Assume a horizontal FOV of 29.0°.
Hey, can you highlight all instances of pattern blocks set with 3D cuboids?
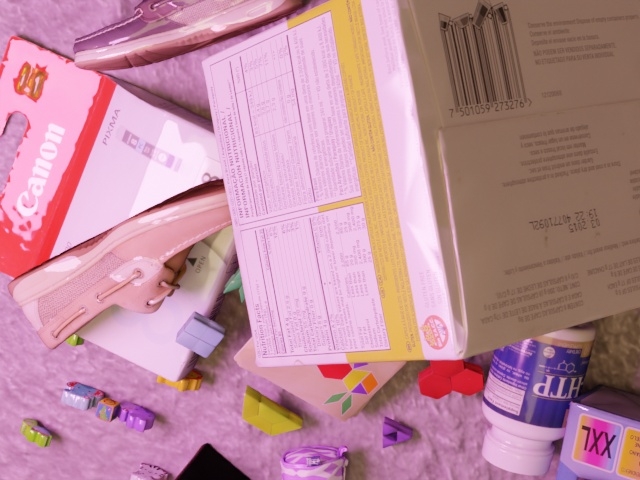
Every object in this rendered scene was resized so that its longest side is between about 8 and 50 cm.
[{"bbox_3d":[0.004,0.142,1.501,0.325,0.026,0.285,39,121,-21],"label":"pattern blocks set"}]

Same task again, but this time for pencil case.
[{"bbox_3d":[0.001,0.358,1.575,0.088,0.086,0.206,-7,100,-9],"label":"pencil case"}]

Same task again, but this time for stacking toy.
[{"bbox_3d":[-0.277,0.214,1.618,0.221,0.052,0.166,20,104,10],"label":"stacking toy"}]

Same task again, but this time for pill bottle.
[{"bbox_3d":[0.254,0.178,1.479,0.112,0.112,0.186,13,102,8],"label":"pill bottle"}]

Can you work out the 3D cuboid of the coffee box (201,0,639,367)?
[{"bbox_3d":[0.125,-0.069,1.262,0.334,0.338,0.338,-12,88,54],"label":"coffee box"}]

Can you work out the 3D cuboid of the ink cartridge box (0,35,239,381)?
[{"bbox_3d":[-0.281,-0.043,1.553,0.385,0.091,0.308,25,103,4],"label":"ink cartridge box"}]

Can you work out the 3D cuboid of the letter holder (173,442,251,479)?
[{"bbox_3d":[-0.184,0.416,1.503,0.152,0.302,0.214,39,104,2],"label":"letter holder"}]

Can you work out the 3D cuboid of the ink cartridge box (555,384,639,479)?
[{"bbox_3d":[0.392,0.396,1.422,0.270,0.151,0.395,14,100,29],"label":"ink cartridge box"}]

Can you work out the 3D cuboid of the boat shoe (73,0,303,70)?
[{"bbox_3d":[-0.166,-0.277,1.491,0.285,0.103,0.092,-16,91,9],"label":"boat shoe"}]

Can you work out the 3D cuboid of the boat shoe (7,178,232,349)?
[{"bbox_3d":[-0.208,0.027,1.455,0.341,0.122,0.110,-24,96,26],"label":"boat shoe"}]
